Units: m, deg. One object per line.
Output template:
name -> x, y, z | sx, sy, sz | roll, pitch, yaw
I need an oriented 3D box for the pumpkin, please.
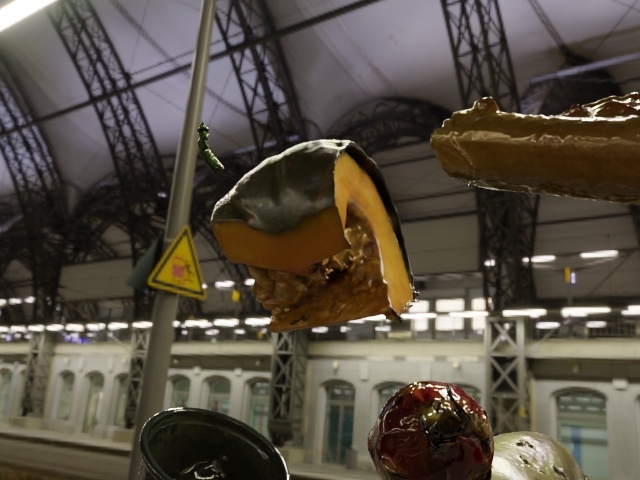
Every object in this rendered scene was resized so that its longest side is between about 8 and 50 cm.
pumpkin -> 0.000, 0.000, 0.986 | 0.226, 0.256, 0.303 | -14, -61, 18

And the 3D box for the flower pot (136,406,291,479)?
flower pot -> -0.122, 0.255, 0.661 | 0.158, 0.106, 0.157 | 24, 13, -6

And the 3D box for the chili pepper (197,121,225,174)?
chili pepper -> -0.172, -0.140, 1.005 | 0.027, 0.083, 0.022 | -20, 1, 32

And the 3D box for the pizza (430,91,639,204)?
pizza -> 0.200, -0.050, 0.347 | 0.271, 0.056, 0.134 | 8, 26, 27

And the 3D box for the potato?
potato -> 0.230, 0.345, 0.806 | 0.173, 0.210, 0.307 | -14, 0, 38

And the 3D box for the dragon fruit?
dragon fruit -> 0.109, 0.186, 0.615 | 0.126, 0.125, 0.246 | -25, -25, -6
